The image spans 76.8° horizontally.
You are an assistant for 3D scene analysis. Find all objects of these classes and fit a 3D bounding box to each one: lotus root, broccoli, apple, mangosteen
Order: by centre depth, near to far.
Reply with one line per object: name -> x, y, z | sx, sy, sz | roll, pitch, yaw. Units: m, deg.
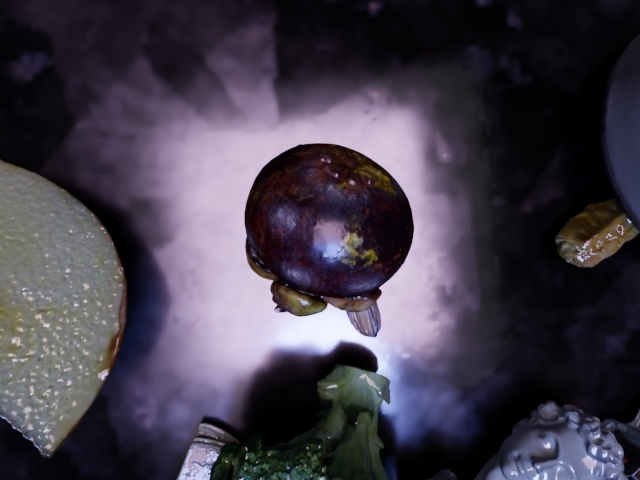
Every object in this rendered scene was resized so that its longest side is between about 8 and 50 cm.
apple -> -0.367, 0.065, 0.451 | 0.254, 0.179, 0.346 | -44, 95, 12
broccoli -> 0.012, 0.274, 0.454 | 0.270, 0.270, 0.270 | 27, 60, -3
mangosteen -> 0.000, 0.000, 0.473 | 0.192, 0.192, 0.217 | 21, 123, -3
lotus root -> 0.056, 0.088, 0.540 | 0.038, 0.030, 0.083 | -17, 89, 30

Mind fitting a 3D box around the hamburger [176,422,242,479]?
hamburger -> -0.142, 0.310, 0.530 | 0.084, 0.054, 0.121 | 18, 84, -1

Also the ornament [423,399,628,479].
ornament -> 0.239, 0.313, 0.515 | 0.285, 0.130, 0.120 | -34, 76, 7

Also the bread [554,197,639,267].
bread -> 0.365, -0.011, 0.534 | 0.110, 0.060, 0.066 | -39, 80, 2

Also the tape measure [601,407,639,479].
tape measure -> 0.531, 0.296, 0.517 | 0.246, 0.125, 0.243 | -41, 93, 0

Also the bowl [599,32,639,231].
bowl -> 0.531, -0.135, 0.443 | 0.354, 0.185, 0.353 | 1, 84, -10
